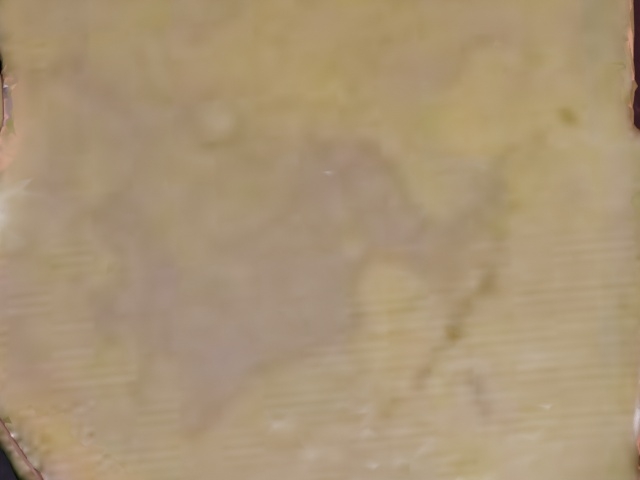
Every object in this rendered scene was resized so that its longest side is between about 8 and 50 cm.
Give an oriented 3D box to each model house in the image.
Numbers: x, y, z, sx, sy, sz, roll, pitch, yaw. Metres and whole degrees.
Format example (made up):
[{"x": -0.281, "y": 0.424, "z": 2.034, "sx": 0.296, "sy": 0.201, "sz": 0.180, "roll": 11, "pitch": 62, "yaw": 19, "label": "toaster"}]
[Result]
[{"x": 0.000, "y": 0.000, "z": 0.776, "sx": 0.266, "sy": 0.261, "sz": 0.321, "roll": 74, "pitch": 18, "yaw": -81, "label": "model house"}]
